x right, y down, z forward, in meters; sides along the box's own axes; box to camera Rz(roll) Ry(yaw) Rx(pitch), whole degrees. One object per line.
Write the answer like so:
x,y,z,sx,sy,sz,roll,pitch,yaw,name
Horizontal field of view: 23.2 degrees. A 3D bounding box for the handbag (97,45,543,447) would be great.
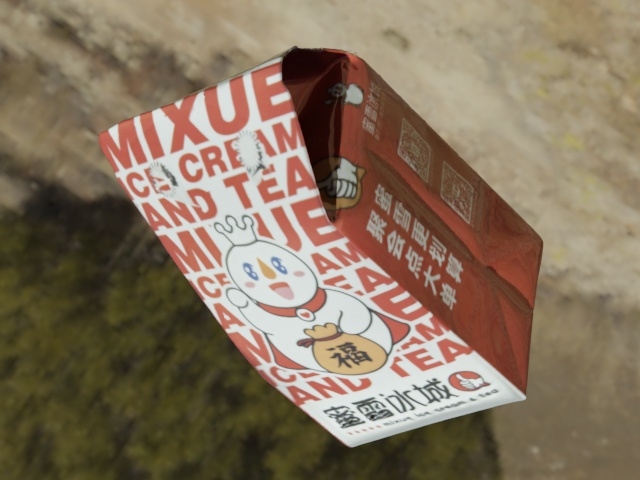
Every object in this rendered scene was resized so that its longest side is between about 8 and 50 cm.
0.000,0.000,1.034,0.171,0.151,0.298,-21,133,37,handbag
